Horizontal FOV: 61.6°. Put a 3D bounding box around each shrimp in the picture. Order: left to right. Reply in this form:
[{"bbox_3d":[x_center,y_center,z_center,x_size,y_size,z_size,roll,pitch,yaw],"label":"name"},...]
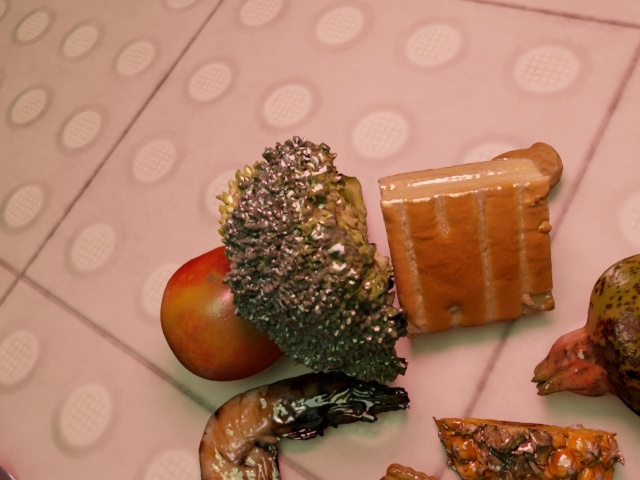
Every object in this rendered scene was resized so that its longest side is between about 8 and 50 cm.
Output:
[{"bbox_3d":[-0.026,0.331,0.847,0.364,0.071,0.233,-16,67,10],"label":"shrimp"}]

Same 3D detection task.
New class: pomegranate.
[{"bbox_3d":[0.438,0.149,0.722,0.203,0.277,0.222,19,44,-13],"label":"pomegranate"}]

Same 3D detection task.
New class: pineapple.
[{"bbox_3d":[0.268,0.307,0.704,0.249,0.164,0.140,1,74,15],"label":"pineapple"}]

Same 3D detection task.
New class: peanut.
[{"bbox_3d":[0.295,-0.072,0.909,0.263,0.101,0.117,-41,85,-6],"label":"peanut"}]

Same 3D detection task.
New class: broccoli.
[{"bbox_3d":[-0.003,-0.020,0.808,0.274,0.353,0.397,1,55,7],"label":"broccoli"}]

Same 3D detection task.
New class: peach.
[{"bbox_3d":[-0.152,0.119,0.904,0.230,0.231,0.231,-8,63,16],"label":"peach"}]

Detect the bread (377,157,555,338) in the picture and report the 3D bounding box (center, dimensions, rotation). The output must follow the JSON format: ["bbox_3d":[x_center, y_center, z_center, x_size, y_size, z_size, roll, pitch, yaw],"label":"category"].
[{"bbox_3d":[0.222,0.015,0.812,0.239,0.246,0.111,-7,25,9],"label":"bread"}]

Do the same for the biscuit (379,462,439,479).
[{"bbox_3d":[0.187,0.418,0.715,0.254,0.029,0.172,13,98,23],"label":"biscuit"}]

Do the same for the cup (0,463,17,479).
[{"bbox_3d":[-0.684,0.531,0.896,0.312,0.205,0.205,-44,60,-4],"label":"cup"}]
